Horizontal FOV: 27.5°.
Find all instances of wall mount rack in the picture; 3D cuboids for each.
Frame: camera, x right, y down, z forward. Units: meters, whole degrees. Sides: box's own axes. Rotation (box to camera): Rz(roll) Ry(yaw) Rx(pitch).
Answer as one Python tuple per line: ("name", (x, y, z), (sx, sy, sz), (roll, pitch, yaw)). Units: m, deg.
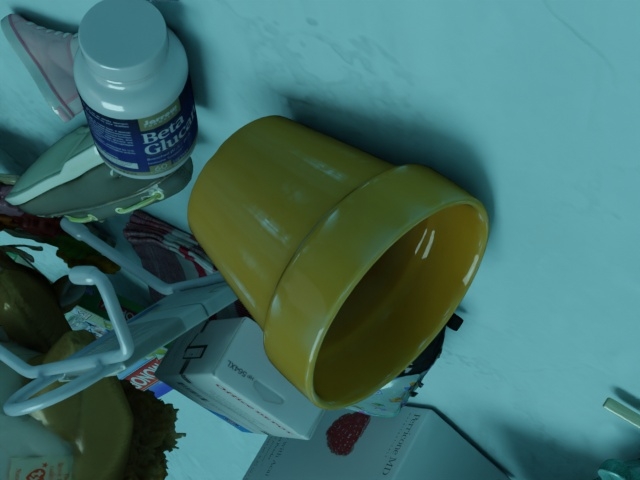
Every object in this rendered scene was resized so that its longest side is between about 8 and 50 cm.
("wall mount rack", (-0.225, 0.048, 1.327), (0.304, 0.350, 0.130), (-12, 104, 43))

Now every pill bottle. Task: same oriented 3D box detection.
("pill bottle", (-0.155, -0.128, 1.093), (0.094, 0.094, 0.169), (27, 159, 11))

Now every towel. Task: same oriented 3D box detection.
("towel", (-0.074, 0.092, 1.553), (0.329, 0.037, 0.237), (25, 159, 16))

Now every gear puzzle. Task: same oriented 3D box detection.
("gear puzzle", (-0.358, -0.008, 1.609), (0.175, 0.044, 0.339), (6, 163, 22))

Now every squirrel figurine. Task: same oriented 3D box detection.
("squirrel figurine", (-0.346, 0.194, 1.573), (0.397, 0.281, 0.370), (59, 179, -33))

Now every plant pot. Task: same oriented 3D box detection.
("plant pot", (0.000, 0.000, 1.062), (0.188, 0.205, 0.205), (39, 164, 27))

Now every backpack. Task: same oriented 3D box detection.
("backpack", (0.048, 0.105, 1.312), (0.152, 0.115, 0.182), (26, 161, 8))

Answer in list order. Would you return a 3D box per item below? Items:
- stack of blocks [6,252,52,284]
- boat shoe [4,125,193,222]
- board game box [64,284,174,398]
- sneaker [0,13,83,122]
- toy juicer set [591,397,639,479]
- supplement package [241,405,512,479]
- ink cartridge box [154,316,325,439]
("stack of blocks", (-0.455, 0.129, 2.075), (0.171, 0.087, 0.297), (10, 151, 43))
("boat shoe", (-0.229, -0.062, 1.319), (0.091, 0.109, 0.305), (44, 152, -19))
("board game box", (-0.311, 0.162, 1.882), (0.213, 0.046, 0.317), (29, 148, -19))
("sneaker", (-0.234, -0.171, 1.183), (0.134, 0.070, 0.051), (53, -178, 31))
("toy juicer set", (0.367, 0.286, 1.316), (0.209, 0.089, 0.329), (23, 157, 22))
("supplement package", (0.063, 0.318, 1.673), (0.175, 0.177, 0.293), (43, 155, -27))
("ink cartridge box", (-0.092, 0.167, 1.587), (0.148, 0.086, 0.203), (36, 160, -20))
